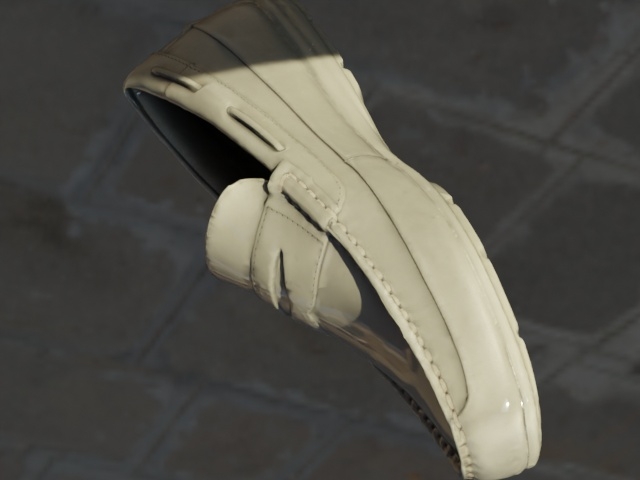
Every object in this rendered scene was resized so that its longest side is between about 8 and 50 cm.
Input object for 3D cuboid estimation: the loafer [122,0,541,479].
[{"bbox_3d":[0.000,0.000,0.789,0.111,0.319,0.112,-24,137,-12],"label":"loafer"}]
